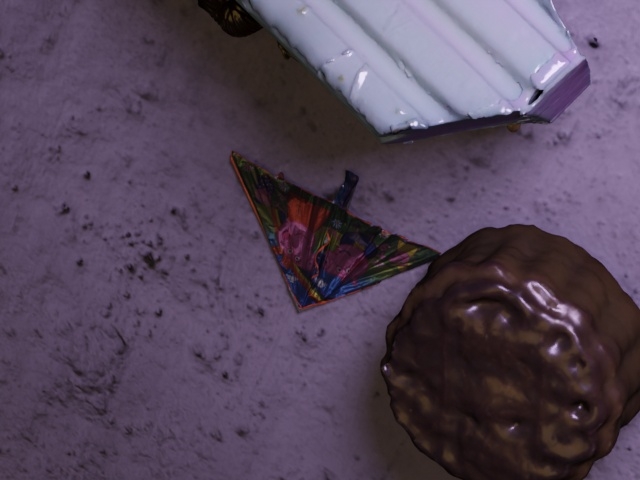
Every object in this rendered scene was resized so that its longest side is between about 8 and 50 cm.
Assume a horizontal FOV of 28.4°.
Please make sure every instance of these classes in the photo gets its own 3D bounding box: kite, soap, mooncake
[{"bbox_3d":[0.000,0.000,1.713,0.321,0.016,0.234,27,122,13],"label":"kite"},{"bbox_3d":[0.072,-0.276,1.341,0.261,0.156,0.446,-45,75,2],"label":"soap"},{"bbox_3d":[0.237,0.155,1.567,0.324,0.187,0.324,10,114,23],"label":"mooncake"}]

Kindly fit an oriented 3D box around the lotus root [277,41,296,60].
[{"bbox_3d":[0.019,-0.266,1.554,0.144,0.070,0.143,6,120,18],"label":"lotus root"}]

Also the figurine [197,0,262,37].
[{"bbox_3d":[-0.141,-0.403,1.541,0.187,0.168,0.315,-28,112,-7],"label":"figurine"}]

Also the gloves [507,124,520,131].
[{"bbox_3d":[0.202,-0.216,1.462,0.106,0.129,0.181,6,104,35],"label":"gloves"}]
